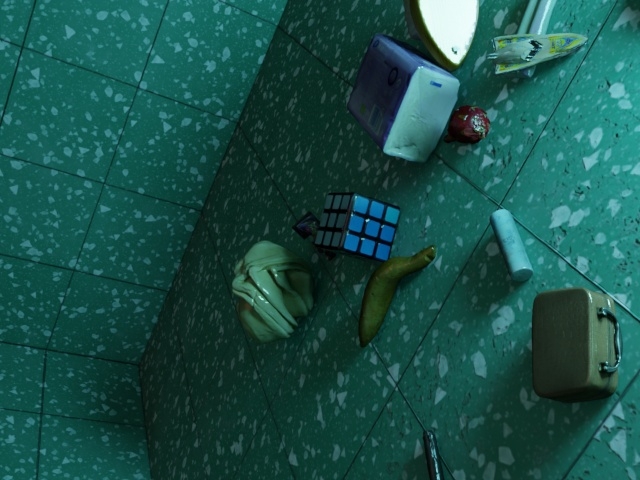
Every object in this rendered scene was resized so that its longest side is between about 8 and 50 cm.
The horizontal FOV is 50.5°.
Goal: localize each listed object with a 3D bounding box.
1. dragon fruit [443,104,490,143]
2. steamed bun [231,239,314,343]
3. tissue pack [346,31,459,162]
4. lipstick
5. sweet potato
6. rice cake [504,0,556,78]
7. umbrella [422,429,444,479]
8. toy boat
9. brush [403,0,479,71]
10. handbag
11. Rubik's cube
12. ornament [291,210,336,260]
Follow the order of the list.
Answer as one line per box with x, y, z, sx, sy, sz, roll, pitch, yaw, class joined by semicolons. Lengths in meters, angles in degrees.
0.336;-0.272;1.614;0.190;0.094;0.094;-166;92;-75;dragon fruit
-0.140;0.168;2.119;0.203;0.276;0.289;1;52;52;steamed bun
0.213;-0.391;1.829;0.242;0.160;0.338;-67;25;25;tissue pack
0.390;0.009;1.388;0.048;0.048;0.157;-50;35;39;lipstick
0.174;0.118;1.725;0.108;0.079;0.346;48;121;27;sweet potato
0.471;-0.469;1.505;0.080;0.042;0.221;27;99;65;rice cake
0.239;0.470;1.442;0.036;0.031;0.133;-46;37;41;umbrella
0.458;-0.403;1.430;0.210;0.066;0.084;-4;82;35;toy boat
0.311;-0.564;1.761;0.166;0.174;0.266;-164;66;-82;brush
0.440;0.177;1.172;0.151;0.072;0.193;-28;49;56;handbag
0.101;-0.035;1.849;0.163;0.162;0.160;6;81;65;Rubik's cube
0.005;-0.007;2.136;0.081;0.088;0.203;-48;41;-1;ornament
